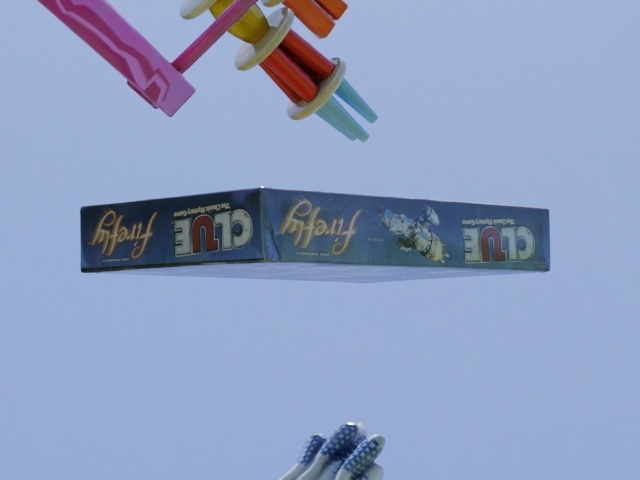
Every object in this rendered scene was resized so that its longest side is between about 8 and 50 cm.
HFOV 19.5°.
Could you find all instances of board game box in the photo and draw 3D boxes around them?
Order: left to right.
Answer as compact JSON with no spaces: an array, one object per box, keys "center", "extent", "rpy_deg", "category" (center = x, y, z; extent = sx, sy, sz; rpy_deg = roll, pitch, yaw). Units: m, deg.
[{"center":[0.000,0.000,1.135],"extent":[0.243,0.042,0.165],"rpy_deg":[3,-5,-43],"category":"board game box"}]

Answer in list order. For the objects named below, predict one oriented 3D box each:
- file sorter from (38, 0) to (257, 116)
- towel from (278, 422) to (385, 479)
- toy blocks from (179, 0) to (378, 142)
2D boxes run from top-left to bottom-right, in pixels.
[{"center":[-0.124,-0.238,0.814],"extent":[0.182,0.290,0.202],"rpy_deg":[-44,-19,1],"category":"file sorter"},{"center":[-0.093,0.191,0.613],"extent":[0.034,0.285,0.209],"rpy_deg":[40,-40,20],"category":"towel"},{"center":[-0.015,-0.140,1.235],"extent":[0.148,0.123,0.054],"rpy_deg":[42,-51,-22],"category":"toy blocks"}]
